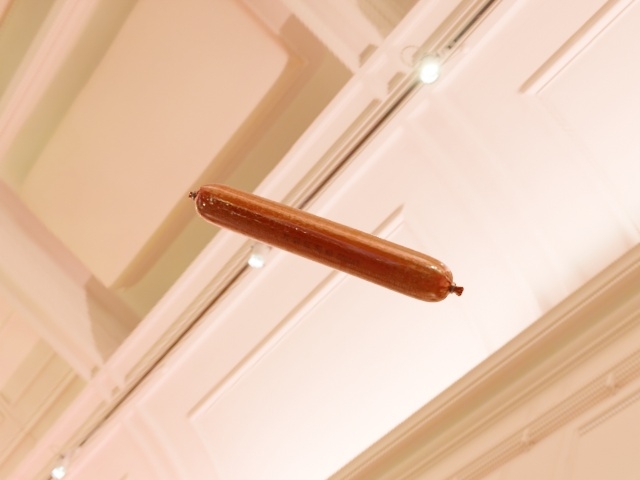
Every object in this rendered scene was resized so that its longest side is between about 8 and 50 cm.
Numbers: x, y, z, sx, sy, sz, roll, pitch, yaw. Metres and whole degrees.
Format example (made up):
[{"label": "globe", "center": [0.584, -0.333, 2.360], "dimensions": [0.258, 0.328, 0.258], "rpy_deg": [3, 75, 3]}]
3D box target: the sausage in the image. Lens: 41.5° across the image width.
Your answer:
[{"label": "sausage", "center": [0.000, 0.000, 0.975], "dimensions": [0.348, 0.053, 0.053], "rpy_deg": [20, -61, 16]}]
